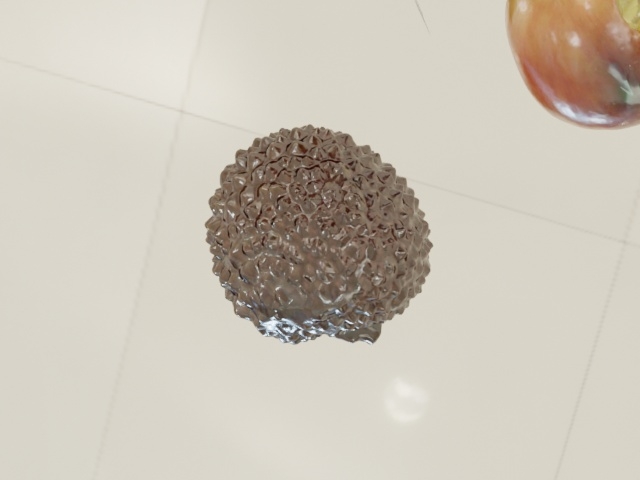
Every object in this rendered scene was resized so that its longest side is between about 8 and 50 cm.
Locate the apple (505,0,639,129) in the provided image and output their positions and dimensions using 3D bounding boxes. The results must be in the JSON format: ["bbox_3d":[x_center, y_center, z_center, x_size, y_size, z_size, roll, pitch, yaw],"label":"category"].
[{"bbox_3d":[0.270,-0.208,1.262,0.199,0.199,0.199,1,93,21],"label":"apple"}]

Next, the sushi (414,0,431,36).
[{"bbox_3d":[0.009,-0.419,1.404,0.064,0.343,0.359,-22,119,7],"label":"sushi"}]

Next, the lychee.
[{"bbox_3d":[0.000,0.000,1.795,0.306,0.306,0.330,-18,97,21],"label":"lychee"}]
